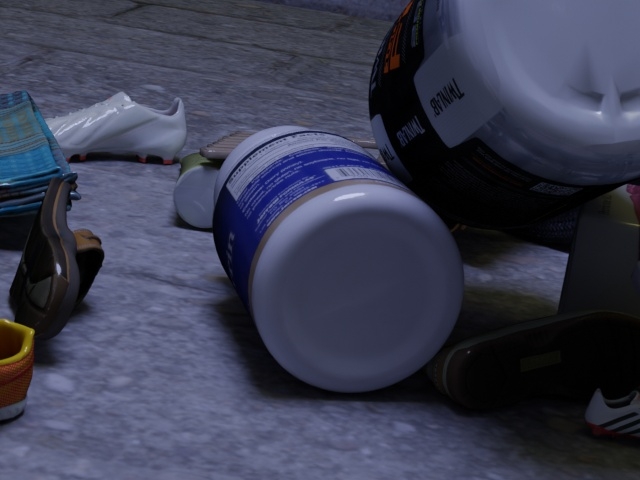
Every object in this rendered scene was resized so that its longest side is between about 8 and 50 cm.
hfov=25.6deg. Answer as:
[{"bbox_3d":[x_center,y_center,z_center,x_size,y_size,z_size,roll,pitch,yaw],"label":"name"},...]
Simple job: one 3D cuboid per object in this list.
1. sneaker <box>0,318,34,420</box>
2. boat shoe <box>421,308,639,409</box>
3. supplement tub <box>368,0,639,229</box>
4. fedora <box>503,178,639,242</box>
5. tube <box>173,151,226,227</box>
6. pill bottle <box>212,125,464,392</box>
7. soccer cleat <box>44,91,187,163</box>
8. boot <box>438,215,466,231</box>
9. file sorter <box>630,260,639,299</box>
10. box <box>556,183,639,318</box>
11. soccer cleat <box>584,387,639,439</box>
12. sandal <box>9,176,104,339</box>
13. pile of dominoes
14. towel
[{"bbox_3d":[-0.237,0.086,0.831,0.064,0.067,0.175,16,20,22],"label":"sneaker"},{"bbox_3d":[0.163,0.082,1.046,0.190,0.068,0.072,-1,7,-27],"label":"boat shoe"},{"bbox_3d":[0.152,-0.121,1.033,0.207,0.207,0.338,5,-9,-9],"label":"supplement tub"},{"bbox_3d":[0.306,-0.113,1.529,0.334,0.334,0.152,25,-7,45],"label":"fedora"},{"bbox_3d":[-0.111,-0.068,1.441,0.070,0.062,0.240,35,11,-7],"label":"tube"},{"bbox_3d":[0.000,0.000,1.083,0.153,0.153,0.264,3,16,-15],"label":"pill bottle"},{"bbox_3d":[-0.242,-0.127,1.543,0.196,0.076,0.068,0,18,-24],"label":"soccer cleat"},{"bbox_3d":[0.192,-0.107,1.374,0.104,0.295,0.211,47,29,-7],"label":"boot"},{"bbox_3d":[0.381,0.030,0.913,0.278,0.173,0.192,-7,51,-10],"label":"file sorter"},{"bbox_3d":[0.315,0.041,1.137,0.232,0.126,0.148,11,17,10],"label":"box"},{"bbox_3d":[0.225,0.123,0.977,0.083,0.035,0.029,8,16,2],"label":"soccer cleat"},{"bbox_3d":[-0.192,0.018,1.062,0.060,0.090,0.219,20,10,-19],"label":"sandal"},{"bbox_3d":[-0.009,-0.077,1.423,0.196,0.040,0.251,5,9,5],"label":"pile of dominoes"},{"bbox_3d":[-0.385,-0.083,1.326,0.272,0.040,0.370,-7,20,-16],"label":"towel"}]
